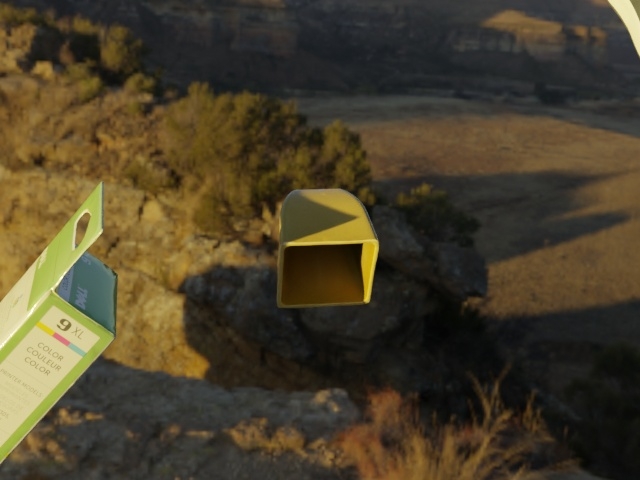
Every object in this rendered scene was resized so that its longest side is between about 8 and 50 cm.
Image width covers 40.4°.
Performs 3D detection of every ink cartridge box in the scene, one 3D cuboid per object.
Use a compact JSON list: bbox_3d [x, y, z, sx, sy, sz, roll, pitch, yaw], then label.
[{"bbox_3d":[-0.205,0.066,0.650,0.062,0.209,0.109,39,9,-23],"label":"ink cartridge box"}]

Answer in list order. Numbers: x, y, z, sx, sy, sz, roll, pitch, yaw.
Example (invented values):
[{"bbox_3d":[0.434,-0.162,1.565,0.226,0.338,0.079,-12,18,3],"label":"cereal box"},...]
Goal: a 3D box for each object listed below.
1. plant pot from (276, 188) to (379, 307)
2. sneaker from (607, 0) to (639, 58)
[{"bbox_3d":[0.000,0.000,0.750,0.081,0.081,0.083,-3,46,-8],"label":"plant pot"},{"bbox_3d":[0.320,-0.222,0.708,0.086,0.163,0.226,-11,58,-22],"label":"sneaker"}]
